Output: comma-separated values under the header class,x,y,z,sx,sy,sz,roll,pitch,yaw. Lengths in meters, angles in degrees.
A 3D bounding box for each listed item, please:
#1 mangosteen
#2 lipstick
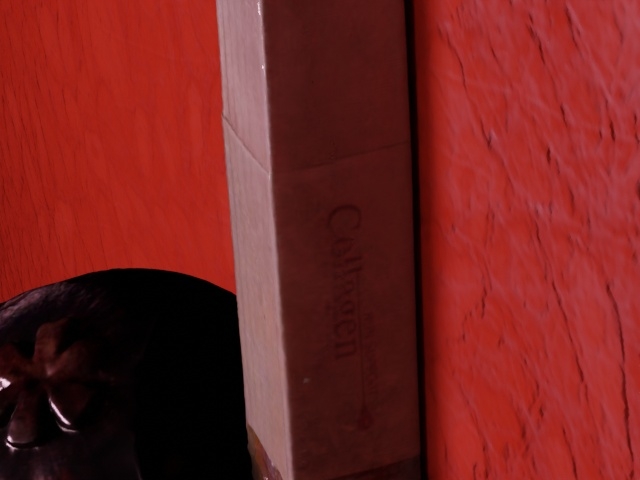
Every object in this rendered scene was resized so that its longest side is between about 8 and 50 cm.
class,x,y,z,sx,sy,sz,roll,pitch,yaw
mangosteen,-0.107,0.158,1.189,0.233,0.287,0.288,-32,67,34
lipstick,0.000,0.000,0.985,0.080,0.076,0.371,-126,28,-56
